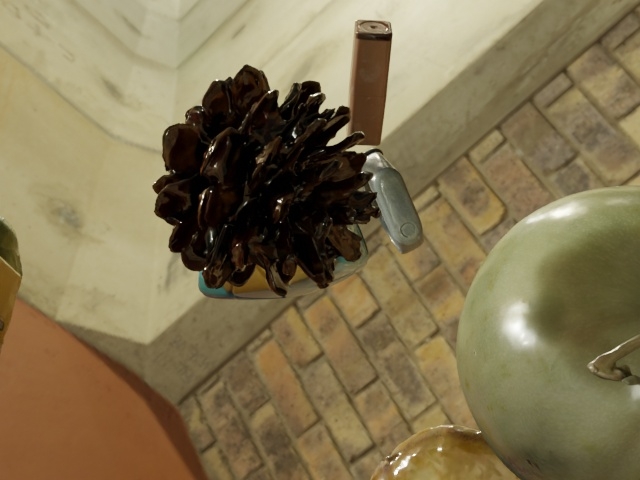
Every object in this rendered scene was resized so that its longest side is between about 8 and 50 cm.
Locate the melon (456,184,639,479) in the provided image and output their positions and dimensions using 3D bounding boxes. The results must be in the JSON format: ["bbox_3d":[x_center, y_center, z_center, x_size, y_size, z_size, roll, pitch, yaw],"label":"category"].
[{"bbox_3d":[0.231,0.086,0.587,0.272,0.272,0.308,47,157,-5],"label":"melon"}]

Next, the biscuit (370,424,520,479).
[{"bbox_3d":[0.241,0.516,1.187,0.446,0.430,0.104,14,-176,42],"label":"biscuit"}]

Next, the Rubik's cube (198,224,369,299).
[{"bbox_3d":[0.000,0.000,0.979,0.254,0.254,0.254,43,-163,-17],"label":"Rubik's cube"}]

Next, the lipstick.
[{"bbox_3d":[0.057,-0.187,0.907,0.045,0.145,0.045,1,-142,-3],"label":"lipstick"}]

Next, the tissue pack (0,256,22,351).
[{"bbox_3d":[-0.649,0.060,1.083,0.382,0.293,0.228,87,-172,-67],"label":"tissue pack"}]

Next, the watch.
[{"bbox_3d":[0.128,-0.073,1.423,0.206,0.068,0.193,63,179,-8],"label":"watch"}]

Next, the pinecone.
[{"bbox_3d":[-0.028,-0.027,0.450,0.120,0.140,0.140,30,-171,22],"label":"pinecone"}]

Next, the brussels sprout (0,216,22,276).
[{"bbox_3d":[-0.605,0.021,1.355,0.155,0.117,0.155,175,90,-81],"label":"brussels sprout"}]
